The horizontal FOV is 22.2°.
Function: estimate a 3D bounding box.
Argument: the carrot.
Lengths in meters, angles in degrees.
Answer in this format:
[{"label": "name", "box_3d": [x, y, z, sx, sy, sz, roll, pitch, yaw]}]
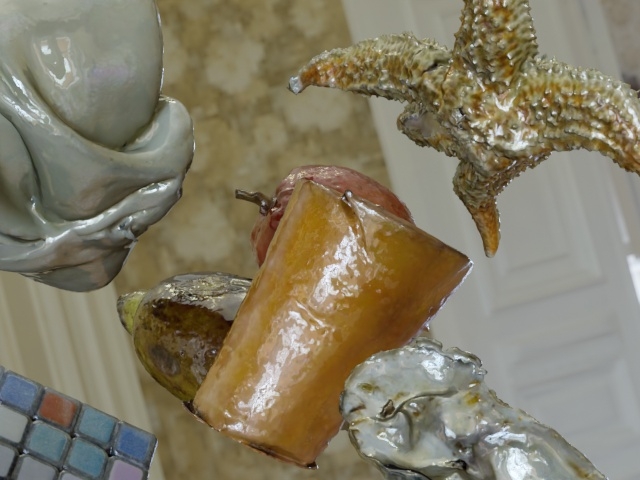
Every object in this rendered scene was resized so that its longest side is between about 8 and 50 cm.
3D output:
[{"label": "carrot", "box_3d": [0.005, 0.088, 1.549, 0.196, 0.254, 0.196, 29, -2, 1]}]

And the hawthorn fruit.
[{"label": "hawthorn fruit", "box_3d": [0.000, 0.000, 2.041, 0.253, 0.205, 0.205, 27, -25, -27]}]

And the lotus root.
[{"label": "lotus root", "box_3d": [-0.099, 0.110, 1.758, 0.314, 0.141, 0.169, 20, 25, 26]}]

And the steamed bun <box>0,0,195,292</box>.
[{"label": "steamed bun", "box_3d": [-0.304, -0.130, 1.633, 0.255, 0.342, 0.367, -9, -24, -42]}]

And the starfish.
[{"label": "starfish", "box_3d": [0.090, -0.105, 1.153, 0.084, 0.301, 0.293, -44, 7, -24]}]

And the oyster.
[{"label": "oyster", "box_3d": [0.147, 0.196, 1.232, 0.128, 0.345, 0.079, -30, -37, -33]}]

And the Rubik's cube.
[{"label": "Rubik's cube", "box_3d": [-0.413, 0.370, 2.094, 0.292, 0.287, 0.293, 28, -48, -14]}]
